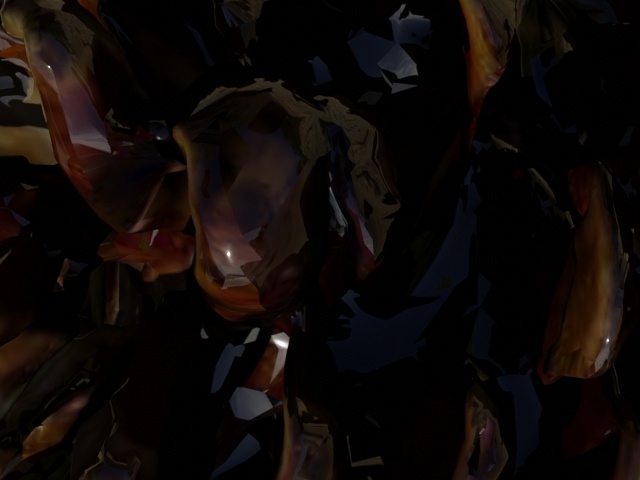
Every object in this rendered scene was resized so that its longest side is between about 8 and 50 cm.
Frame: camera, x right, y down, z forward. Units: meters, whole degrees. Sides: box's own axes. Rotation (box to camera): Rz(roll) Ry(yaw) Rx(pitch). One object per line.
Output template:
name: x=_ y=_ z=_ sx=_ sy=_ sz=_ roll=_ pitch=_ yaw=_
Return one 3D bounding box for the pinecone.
pinecone: x=0.000 y=0.001 z=0.541 sx=0.242 sy=0.296 sz=0.298 roll=-151 pitch=65 yaw=-62
